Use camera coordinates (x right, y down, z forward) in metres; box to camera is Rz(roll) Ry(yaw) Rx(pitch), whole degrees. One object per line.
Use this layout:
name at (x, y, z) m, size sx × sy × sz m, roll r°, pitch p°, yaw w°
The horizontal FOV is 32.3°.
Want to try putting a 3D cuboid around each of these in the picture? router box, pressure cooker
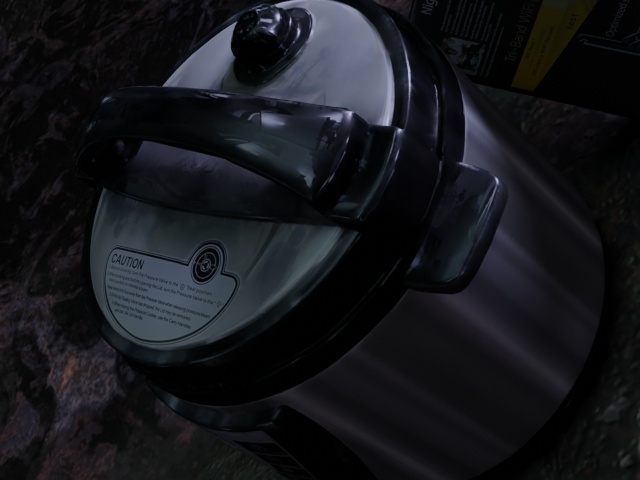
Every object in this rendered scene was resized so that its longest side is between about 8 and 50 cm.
router box at (0.215, -0.254, 0.917) m, size 0.308 × 0.243 × 0.081 m, roll 103°, pitch 179°, yaw -50°
pressure cooker at (0.001, -0.006, 0.948) m, size 0.370 × 0.420 × 0.375 m, roll -33°, pitch 46°, yaw 21°
